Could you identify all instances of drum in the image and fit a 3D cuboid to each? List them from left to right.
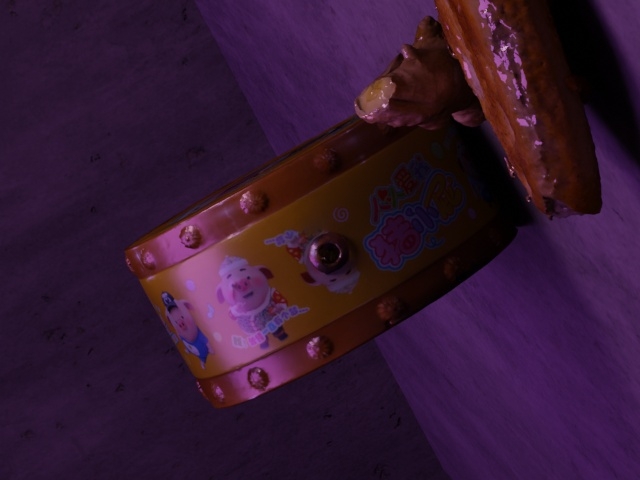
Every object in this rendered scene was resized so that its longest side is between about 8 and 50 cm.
[{"bbox_3d":[0.000,0.000,1.915,0.214,0.431,0.431,61,173,-4],"label":"drum"}]

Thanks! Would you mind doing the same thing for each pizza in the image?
[{"bbox_3d":[0.156,-0.174,1.402,0.226,0.086,0.335,-119,3,-77],"label":"pizza"}]

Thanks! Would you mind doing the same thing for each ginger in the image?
[{"bbox_3d":[0.116,-0.160,1.554,0.081,0.115,0.205,34,-155,26],"label":"ginger"}]
